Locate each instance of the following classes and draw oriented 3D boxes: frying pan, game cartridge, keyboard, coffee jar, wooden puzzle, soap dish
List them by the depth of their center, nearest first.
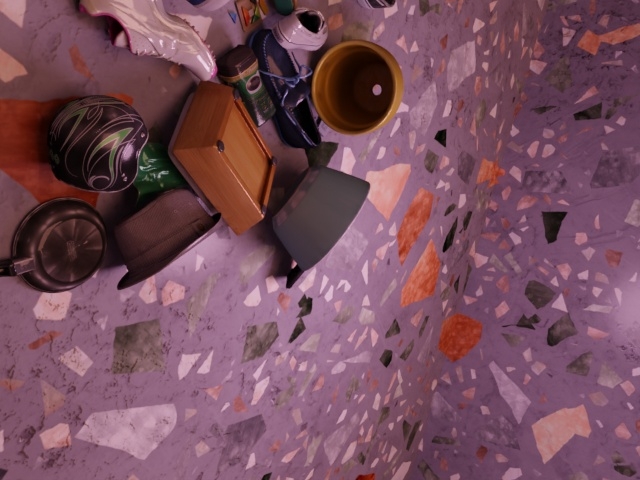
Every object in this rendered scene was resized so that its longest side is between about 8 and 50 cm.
[{"bbox_3d":[-0.538,0.011,1.037,0.326,0.053,0.198,4,102,-58],"label":"frying pan"},{"bbox_3d":[-0.210,-0.189,1.267,0.291,0.118,0.229,59,31,-47],"label":"soap dish"},{"bbox_3d":[-0.168,-0.546,1.315,0.116,0.014,0.079,-52,141,-25],"label":"wooden puzzle"},{"bbox_3d":[-0.179,-0.369,1.323,0.096,0.079,0.185,-47,140,-26],"label":"coffee jar"},{"bbox_3d":[0.016,-0.357,1.656,0.056,0.017,0.083,38,74,-50],"label":"game cartridge"},{"bbox_3d":[0.000,0.000,1.673,0.317,0.033,0.201,-50,-174,13],"label":"keyboard"}]

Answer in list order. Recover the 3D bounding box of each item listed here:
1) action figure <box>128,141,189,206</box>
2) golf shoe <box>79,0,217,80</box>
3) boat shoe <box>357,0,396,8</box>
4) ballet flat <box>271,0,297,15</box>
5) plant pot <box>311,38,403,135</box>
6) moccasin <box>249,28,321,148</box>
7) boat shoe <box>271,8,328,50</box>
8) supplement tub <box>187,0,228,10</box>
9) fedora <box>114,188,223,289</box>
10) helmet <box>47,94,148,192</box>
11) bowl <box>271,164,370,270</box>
[{"bbox_3d":[-0.333,-0.161,1.222,0.232,0.063,0.137,-21,120,-55],"label":"action figure"},{"bbox_3d":[-0.334,-0.405,1.083,0.140,0.115,0.306,-56,136,-8],"label":"golf shoe"},{"bbox_3d":[0.121,-0.774,1.516,0.335,0.119,0.121,33,79,-55],"label":"boat shoe"},{"bbox_3d":[-0.112,-0.655,1.309,0.232,0.079,0.073,72,21,-45],"label":"ballet flat"},{"bbox_3d":[0.133,-0.441,1.599,0.239,0.253,0.254,-30,130,-62],"label":"plant pot"},{"bbox_3d":[-0.070,-0.390,1.430,0.138,0.116,0.342,-54,141,-24],"label":"moccasin"},{"bbox_3d":[-0.026,-0.538,1.393,0.095,0.084,0.258,57,32,-11],"label":"boat shoe"},{"bbox_3d":[-0.258,-0.574,0.927,0.316,0.228,0.229,29,81,-38],"label":"supplement tub"},{"bbox_3d":[-0.341,-0.023,1.172,0.275,0.243,0.124,-42,107,-45],"label":"fedora"},{"bbox_3d":[-0.410,-0.186,1.017,0.169,0.169,0.162,-12,131,-52],"label":"helmet"},{"bbox_3d":[-0.021,-0.085,1.532,0.163,0.311,0.312,36,71,-11],"label":"bowl"}]
